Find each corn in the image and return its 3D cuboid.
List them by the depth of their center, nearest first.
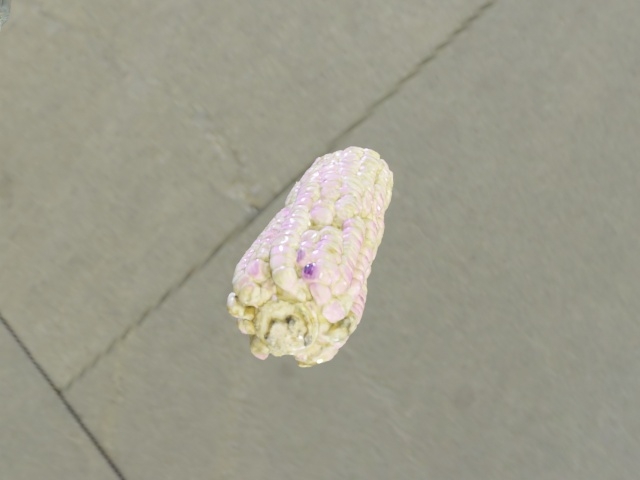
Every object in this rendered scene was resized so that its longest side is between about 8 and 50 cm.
[{"bbox_3d":[0.003,0.001,1.622,0.126,0.127,0.335,-5,28,17],"label":"corn"}]

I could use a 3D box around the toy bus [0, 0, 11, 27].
[{"bbox_3d":[-0.279,-0.039,0.556,0.323,0.162,0.194,8,98,-7],"label":"toy bus"}]
